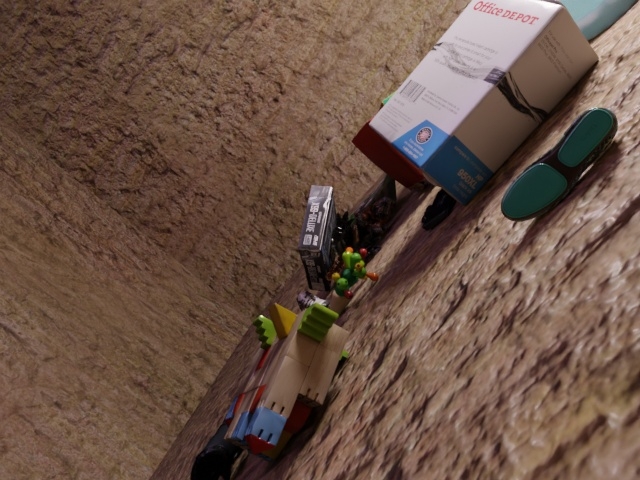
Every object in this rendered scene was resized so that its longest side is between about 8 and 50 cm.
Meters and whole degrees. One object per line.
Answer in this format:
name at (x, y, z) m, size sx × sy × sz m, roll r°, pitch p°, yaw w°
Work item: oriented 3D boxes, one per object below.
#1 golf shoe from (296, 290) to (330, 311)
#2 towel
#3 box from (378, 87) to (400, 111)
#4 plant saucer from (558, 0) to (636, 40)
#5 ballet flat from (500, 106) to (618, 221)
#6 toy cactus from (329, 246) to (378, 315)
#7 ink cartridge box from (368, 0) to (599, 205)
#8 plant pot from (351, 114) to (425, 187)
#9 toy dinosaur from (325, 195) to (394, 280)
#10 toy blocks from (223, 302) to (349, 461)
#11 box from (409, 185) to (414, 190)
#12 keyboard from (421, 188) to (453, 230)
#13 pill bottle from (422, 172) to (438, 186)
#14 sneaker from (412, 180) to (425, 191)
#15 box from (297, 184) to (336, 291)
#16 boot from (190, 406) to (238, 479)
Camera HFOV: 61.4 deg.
golf shoe at (-0.033, 0.206, 1.716) m, size 0.077 × 0.094 × 0.198 m, roll -50°, pitch 5°, yaw -17°
towel at (0.163, -0.079, 1.931) m, size 0.325 × 0.038 × 0.248 m, roll -51°, pitch -21°, yaw -11°
box at (0.251, -0.466, 1.819) m, size 0.105 × 0.043 × 0.179 m, roll -36°, pitch 3°, yaw 5°
plant saucer at (0.640, -0.602, 1.239) m, size 0.317 × 0.044 × 0.317 m, roll -53°, pitch 23°, yaw 33°
ballet flat at (0.330, -0.097, 0.743) m, size 0.188 × 0.070 × 0.070 m, roll -47°, pitch 5°, yaw 22°
toy cactus at (0.079, 0.116, 1.426) m, size 0.219 × 0.112 × 0.180 m, roll -69°, pitch 0°, yaw -71°
ink cartridge box at (0.333, -0.318, 1.169) m, size 0.395 × 0.166 × 0.285 m, roll -49°, pitch 33°, yaw 13°
plant pot at (0.288, -0.314, 1.661) m, size 0.267 × 0.235 × 0.267 m, roll -36°, pitch 2°, yaw -6°
toy dinosaur at (0.132, -0.001, 1.743) m, size 0.218 × 0.164 × 0.321 m, roll -1°, pitch -73°, yaw -77°
toy blocks at (-0.087, 0.300, 1.050) m, size 0.381 × 0.191 × 0.260 m, roll -43°, pitch 19°, yaw 59°
box at (0.332, -0.283, 1.876) m, size 0.170 × 0.130 × 0.091 m, roll -48°, pitch 3°, yaw 38°
keyboard at (0.288, -0.083, 1.297) m, size 0.108 × 0.023 × 0.180 m, roll -39°, pitch 10°, yaw 40°
pill bottle at (0.343, -0.231, 1.415) m, size 0.108 × 0.108 × 0.193 m, roll -47°, pitch 6°, yaw 46°
sneaker at (0.325, -0.184, 1.756) m, size 0.037 × 0.032 × 0.083 m, roll -51°, pitch 4°, yaw -2°
box at (0.000, 0.000, 1.828) m, size 0.307 × 0.077 × 0.242 m, roll 79°, pitch -160°, yaw -58°
boot at (-0.197, 0.446, 1.257) m, size 0.246 × 0.094 × 0.207 m, roll -57°, pitch -1°, yaw 7°
